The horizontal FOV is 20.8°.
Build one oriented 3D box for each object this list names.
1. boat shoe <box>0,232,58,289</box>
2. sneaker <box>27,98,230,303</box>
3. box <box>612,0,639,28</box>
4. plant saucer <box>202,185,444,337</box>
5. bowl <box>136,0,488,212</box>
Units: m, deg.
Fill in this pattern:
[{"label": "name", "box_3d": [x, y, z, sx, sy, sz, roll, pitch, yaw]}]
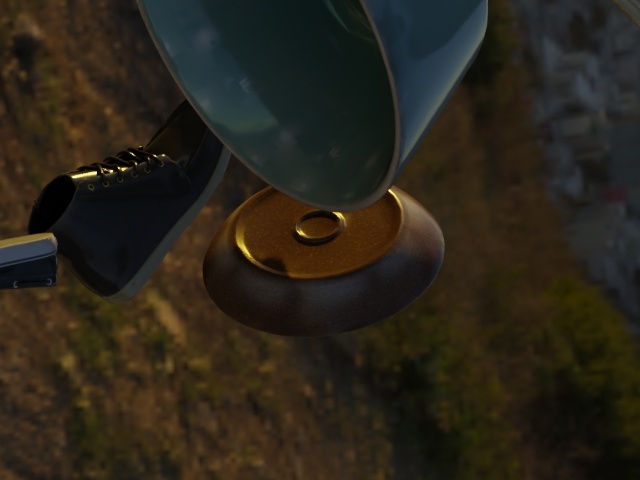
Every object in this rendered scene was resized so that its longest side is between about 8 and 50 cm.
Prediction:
[{"label": "boat shoe", "box_3d": [-0.253, 0.028, 1.254, 0.142, 0.049, 0.040, -14, 101, -27]}, {"label": "sneaker", "box_3d": [-0.169, -0.061, 1.600, 0.118, 0.083, 0.222, 41, 72, -39]}, {"label": "box", "box_3d": [0.350, -0.247, 1.309, 0.113, 0.275, 0.094, 46, 12, 2]}, {"label": "plant saucer", "box_3d": [0.000, 0.000, 1.408, 0.199, 0.198, 0.036, -71, 159, -48]}, {"label": "bowl", "box_3d": [0.007, -0.193, 1.308, 0.163, 0.311, 0.312, -34, 119, -28]}]
